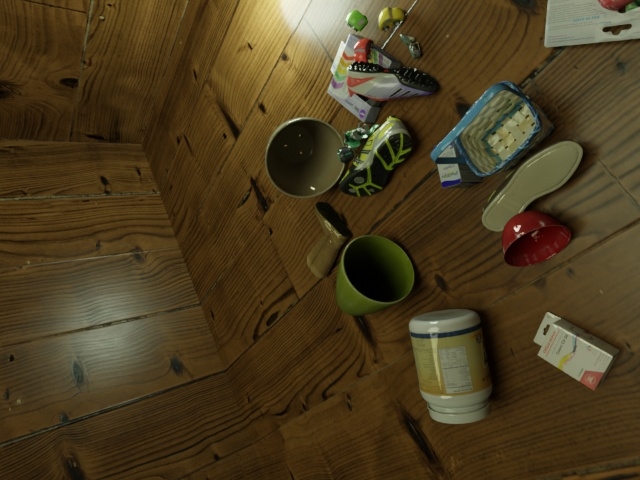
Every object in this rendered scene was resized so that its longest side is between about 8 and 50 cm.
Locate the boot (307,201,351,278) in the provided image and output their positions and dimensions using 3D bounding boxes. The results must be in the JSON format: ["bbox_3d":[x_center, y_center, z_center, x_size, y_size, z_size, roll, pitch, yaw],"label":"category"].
[{"bbox_3d":[0.000,0.000,1.943,0.236,0.089,0.269,56,135,28],"label":"boot"}]

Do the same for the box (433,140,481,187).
[{"bbox_3d":[0.429,-0.237,1.372,0.072,0.126,0.137,-16,83,48],"label":"box"}]

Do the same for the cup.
[{"bbox_3d":[-0.083,-0.374,1.844,0.237,0.331,0.331,-117,37,-58],"label":"cup"}]

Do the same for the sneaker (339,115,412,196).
[{"bbox_3d":[0.204,-0.302,1.646,0.385,0.145,0.147,-41,38,46],"label":"sneaker"}]

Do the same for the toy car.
[{"bbox_3d":[0.159,-0.777,1.587,0.239,0.053,0.225,-47,57,13],"label":"toy car"}]

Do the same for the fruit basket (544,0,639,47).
[{"bbox_3d":[0.700,-0.648,1.003,0.327,0.165,0.353,18,125,47],"label":"fruit basket"}]

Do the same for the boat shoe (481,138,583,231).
[{"bbox_3d":[0.578,-0.161,1.224,0.117,0.096,0.324,32,131,-1],"label":"boat shoe"}]

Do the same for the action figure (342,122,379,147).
[{"bbox_3d":[0.133,-0.406,1.678,0.063,0.137,0.232,57,178,-14],"label":"action figure"}]

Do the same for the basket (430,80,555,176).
[{"bbox_3d":[0.464,-0.297,1.195,0.255,0.289,0.201,-48,61,41],"label":"basket"}]

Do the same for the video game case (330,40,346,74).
[{"bbox_3d":[0.076,-0.730,1.765,0.087,0.011,0.122,-106,34,-49],"label":"video game case"}]

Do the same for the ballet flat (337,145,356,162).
[{"bbox_3d":[0.104,-0.327,1.667,0.203,0.074,0.074,-75,-12,-78],"label":"ballet flat"}]

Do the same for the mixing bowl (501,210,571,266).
[{"bbox_3d":[0.581,-0.018,1.220,0.181,0.181,0.098,-52,36,40],"label":"mixing bowl"}]

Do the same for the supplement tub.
[{"bbox_3d":[0.419,0.394,1.409,0.228,0.228,0.316,-12,87,50],"label":"supplement tub"}]

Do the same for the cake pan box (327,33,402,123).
[{"bbox_3d":[0.162,-0.612,1.669,0.267,0.070,0.245,50,133,31],"label":"cake pan box"}]

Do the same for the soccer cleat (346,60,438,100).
[{"bbox_3d":[0.243,-0.532,1.515,0.318,0.108,0.116,16,137,16],"label":"soccer cleat"}]

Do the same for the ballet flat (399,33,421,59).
[{"bbox_3d":[0.314,-0.675,1.509,0.041,0.041,0.114,-43,64,44],"label":"ballet flat"}]

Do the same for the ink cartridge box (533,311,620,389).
[{"bbox_3d":[0.685,0.297,1.206,0.198,0.067,0.115,34,121,42],"label":"ink cartridge box"}]

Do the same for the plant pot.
[{"bbox_3d":[0.166,0.169,1.670,0.274,0.275,0.293,63,151,21],"label":"plant pot"}]
